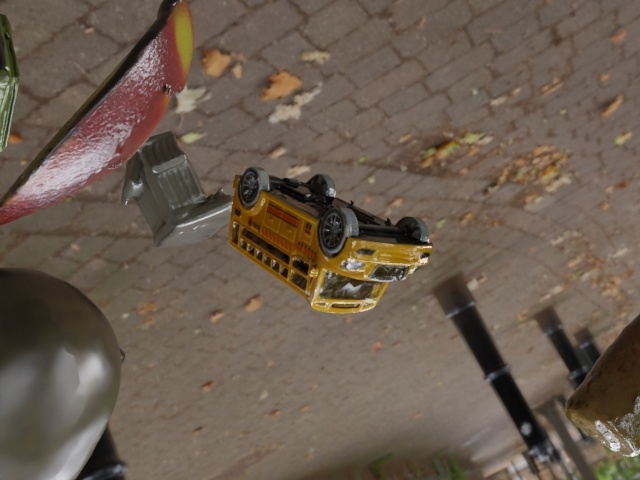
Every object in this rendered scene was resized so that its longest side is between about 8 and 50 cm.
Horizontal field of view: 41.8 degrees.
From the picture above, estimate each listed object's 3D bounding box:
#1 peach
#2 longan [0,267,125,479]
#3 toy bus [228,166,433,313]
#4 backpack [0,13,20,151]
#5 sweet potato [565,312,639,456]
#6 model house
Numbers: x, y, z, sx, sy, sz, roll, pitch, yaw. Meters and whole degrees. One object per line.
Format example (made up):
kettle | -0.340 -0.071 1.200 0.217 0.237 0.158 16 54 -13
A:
peach | -0.192 -0.097 0.744 0.279 0.068 0.189 -50 -166 1
longan | -0.343 0.166 0.899 0.300 0.243 0.300 -41 165 -13
toy bus | 0.000 0.000 0.569 0.070 0.162 0.074 5 105 -35
backpack | -0.501 -0.242 1.145 0.140 0.253 0.207 -2 144 -33
sweet potato | 0.273 -0.039 0.459 0.385 0.109 0.109 -60 156 2
model house | -0.237 -0.081 1.325 0.122 0.188 0.229 -35 -179 -27
